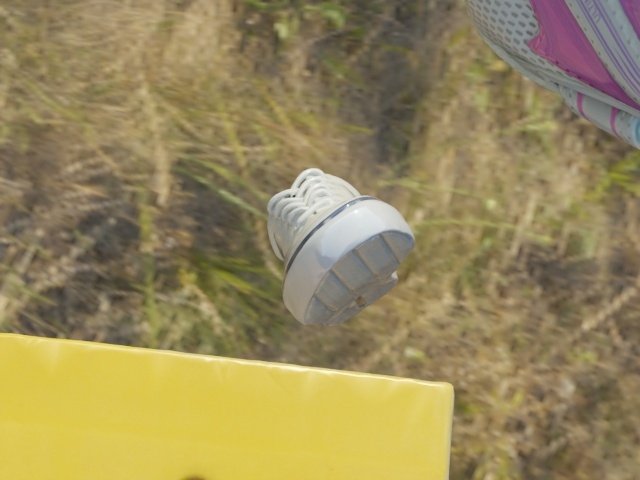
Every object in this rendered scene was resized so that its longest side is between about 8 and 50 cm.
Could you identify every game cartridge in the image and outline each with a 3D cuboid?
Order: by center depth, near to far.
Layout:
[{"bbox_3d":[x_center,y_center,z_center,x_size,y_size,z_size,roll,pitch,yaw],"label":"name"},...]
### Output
[{"bbox_3d":[-0.079,0.223,1.004,0.285,0.052,0.323,7,76,-3],"label":"game cartridge"}]

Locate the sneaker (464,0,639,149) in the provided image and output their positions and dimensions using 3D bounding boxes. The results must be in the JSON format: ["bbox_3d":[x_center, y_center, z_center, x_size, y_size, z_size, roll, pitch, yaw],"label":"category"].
[{"bbox_3d":[0.094,-0.065,0.377,0.103,0.252,0.111,-28,155,-19],"label":"sneaker"}]

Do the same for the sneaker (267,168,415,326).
[{"bbox_3d":[0.000,0.000,1.207,0.094,0.258,0.091,-34,83,-6],"label":"sneaker"}]
